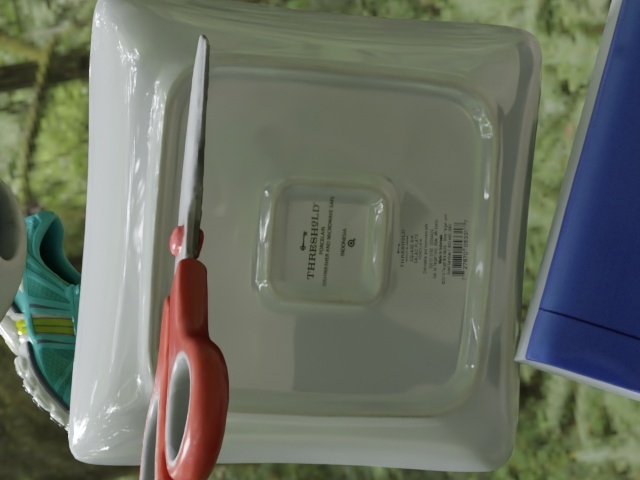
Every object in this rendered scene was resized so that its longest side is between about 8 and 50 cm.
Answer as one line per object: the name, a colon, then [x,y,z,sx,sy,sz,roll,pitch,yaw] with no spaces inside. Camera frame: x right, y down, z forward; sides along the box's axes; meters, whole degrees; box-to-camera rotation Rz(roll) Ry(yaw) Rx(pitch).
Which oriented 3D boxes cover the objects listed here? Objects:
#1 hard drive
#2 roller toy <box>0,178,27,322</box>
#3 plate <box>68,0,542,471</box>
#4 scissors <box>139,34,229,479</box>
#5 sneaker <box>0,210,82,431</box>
hard drive: [0.260,-0.049,0.883,0.040,0.210,0.318,144,143,-78]
roller toy: [-0.326,0.006,1.085,0.209,0.191,0.146,-63,-29,-15]
plate: [0.000,0.000,0.854,0.045,0.278,0.277,-172,85,-75]
scissors: [-0.069,0.021,0.699,0.297,0.021,0.109,-98,22,-48]
sneaker: [-0.236,0.090,1.388,0.275,0.110,0.107,55,-170,19]
